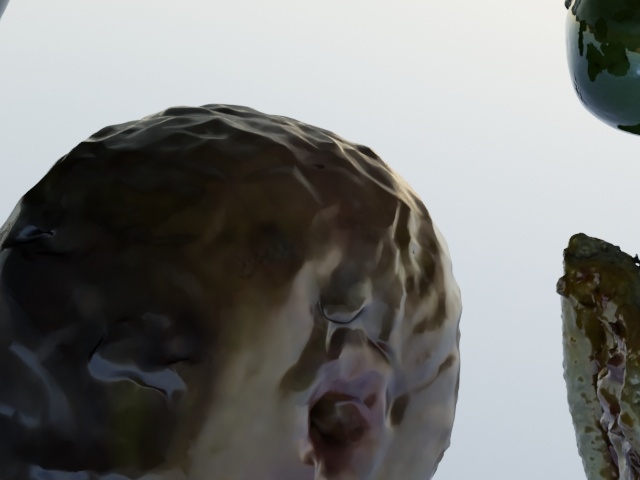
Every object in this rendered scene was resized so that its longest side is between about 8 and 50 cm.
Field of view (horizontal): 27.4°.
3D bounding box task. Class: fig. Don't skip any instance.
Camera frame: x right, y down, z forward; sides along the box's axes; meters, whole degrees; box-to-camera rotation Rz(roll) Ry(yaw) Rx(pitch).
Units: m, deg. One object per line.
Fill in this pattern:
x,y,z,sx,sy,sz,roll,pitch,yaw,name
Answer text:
-0.102,0.066,0.746,0.286,0.286,0.368,-12,-170,-35,fig

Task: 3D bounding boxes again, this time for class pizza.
0.257,0.173,1.049,0.074,0.365,0.182,-13,-176,-5,pizza

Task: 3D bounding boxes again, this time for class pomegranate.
0.247,-0.149,0.839,0.191,0.131,0.152,-19,-138,48,pomegranate

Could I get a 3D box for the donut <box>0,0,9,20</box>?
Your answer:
-0.271,-0.202,0.745,0.216,0.230,0.096,10,171,-44,donut
